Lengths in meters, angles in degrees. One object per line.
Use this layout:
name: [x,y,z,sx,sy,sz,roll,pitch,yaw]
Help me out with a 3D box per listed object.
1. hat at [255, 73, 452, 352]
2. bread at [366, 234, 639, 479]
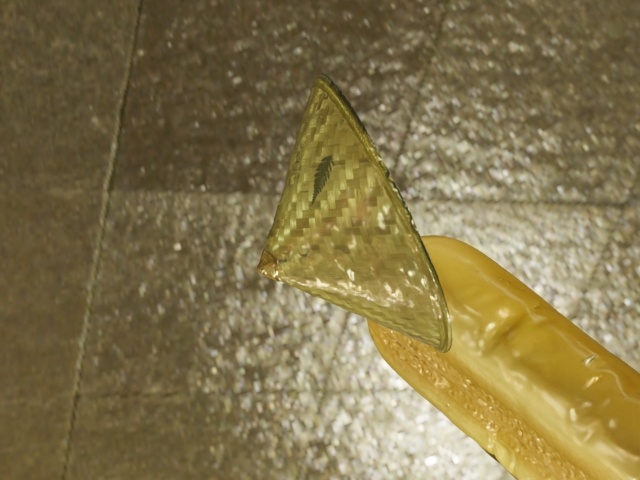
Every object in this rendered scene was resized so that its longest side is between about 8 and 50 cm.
hat: [0.000,0.000,0.635,0.067,0.146,0.146,-25,132,-6]
bread: [0.156,0.107,0.932,0.091,0.305,0.142,-28,142,-29]
